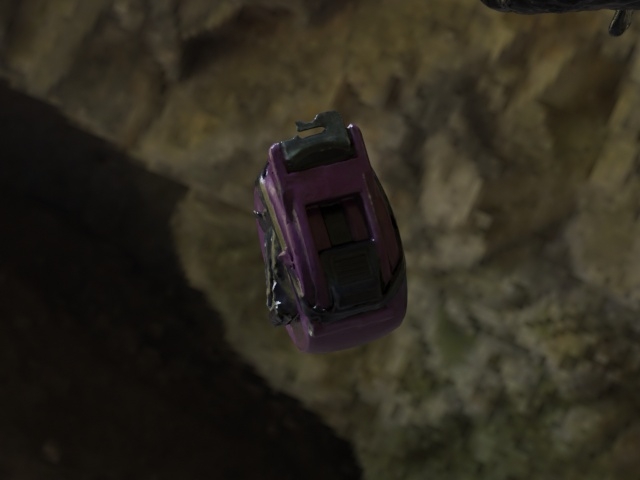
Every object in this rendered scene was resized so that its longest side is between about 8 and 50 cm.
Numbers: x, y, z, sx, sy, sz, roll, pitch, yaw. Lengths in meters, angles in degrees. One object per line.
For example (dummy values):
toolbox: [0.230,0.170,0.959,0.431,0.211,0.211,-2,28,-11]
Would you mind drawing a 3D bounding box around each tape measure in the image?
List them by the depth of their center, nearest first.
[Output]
tape measure: [0.000,0.000,2.174,0.149,0.245,0.231,-15,-10,-13]

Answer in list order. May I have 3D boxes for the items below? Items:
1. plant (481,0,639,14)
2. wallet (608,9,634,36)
plant: [0.181,-0.194,1.153,0.203,0.142,0.131,-20,16,-28]
wallet: [0.249,-0.312,1.377,0.041,0.322,0.247,11,20,5]
